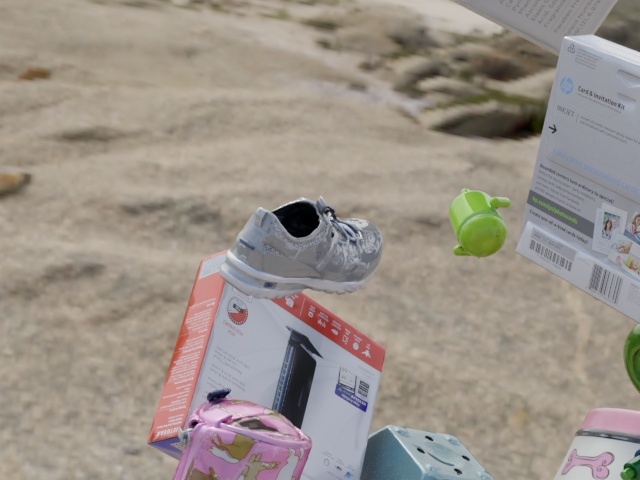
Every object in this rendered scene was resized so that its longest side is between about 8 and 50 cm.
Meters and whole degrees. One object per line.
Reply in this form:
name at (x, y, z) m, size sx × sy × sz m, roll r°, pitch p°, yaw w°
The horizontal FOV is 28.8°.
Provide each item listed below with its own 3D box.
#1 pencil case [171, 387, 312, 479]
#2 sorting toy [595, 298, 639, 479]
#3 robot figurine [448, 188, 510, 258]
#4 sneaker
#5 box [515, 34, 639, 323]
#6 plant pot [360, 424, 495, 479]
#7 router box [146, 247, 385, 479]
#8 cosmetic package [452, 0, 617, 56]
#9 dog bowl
pencil case at (-0.151, 0.393, 1.612) m, size 0.167 × 0.386 × 0.160 m, roll 23°, pitch 9°, yaw 11°
sorting toy at (0.408, 0.159, 1.613) m, size 0.126 × 0.366 × 0.127 m, roll -22°, pitch 23°, yaw -31°
robot figurine at (0.213, -0.023, 1.696) m, size 0.067 × 0.101 × 0.115 m, roll 25°, pitch 26°, yaw -24°
sneaker at (0.000, 0.000, 1.552) m, size 0.105 × 0.115 × 0.281 m, roll 34°, pitch 25°, yaw 25°
box at (0.229, -0.048, 0.956) m, size 0.038 × 0.186 × 0.145 m, roll -12°, pitch 31°, yaw -36°
plant pot at (0.141, 0.436, 1.947) m, size 0.247 × 0.252 × 0.247 m, roll 14°, pitch 18°, yaw -32°
router box at (-0.066, 0.223, 1.826) m, size 0.082 × 0.301 × 0.335 m, roll -19°, pitch -43°, yaw 42°
cosmetic package at (0.267, -0.535, 1.865) m, size 0.393 × 0.327 × 0.329 m, roll 20°, pitch 26°, yaw -28°
dog bowl at (0.564, 0.369, 1.914) m, size 0.408 × 0.150 × 0.408 m, roll 15°, pitch -11°, yaw 3°
